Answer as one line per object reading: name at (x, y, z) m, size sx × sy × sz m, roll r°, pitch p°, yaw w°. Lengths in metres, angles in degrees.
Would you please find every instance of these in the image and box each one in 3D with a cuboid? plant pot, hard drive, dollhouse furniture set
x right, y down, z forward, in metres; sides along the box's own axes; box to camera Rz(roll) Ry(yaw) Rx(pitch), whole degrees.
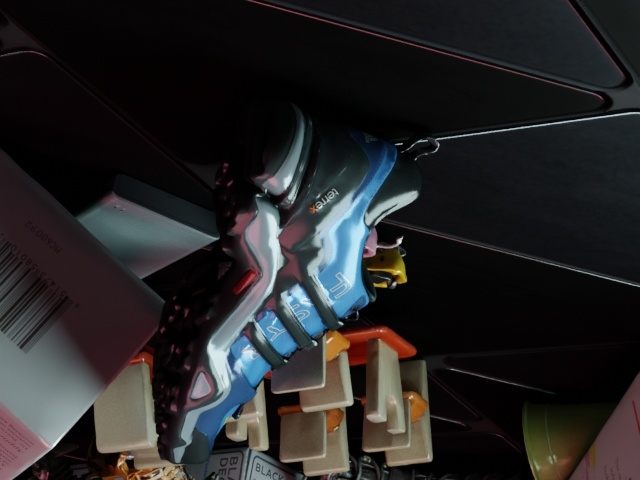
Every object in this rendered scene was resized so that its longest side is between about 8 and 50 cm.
plant pot at (0.226, 0.173, 1.645) m, size 0.079 × 0.083 × 0.083 m, roll -13°, pitch 149°, yaw 18°
hard drive at (-0.150, -0.007, 1.442) m, size 0.094 × 0.022 × 0.135 m, roll 23°, pitch 152°, yaw -28°
dollhouse furniture set at (-0.055, 0.100, 1.535) m, size 0.259 × 0.135 × 0.262 m, roll -9°, pitch 159°, yaw 19°

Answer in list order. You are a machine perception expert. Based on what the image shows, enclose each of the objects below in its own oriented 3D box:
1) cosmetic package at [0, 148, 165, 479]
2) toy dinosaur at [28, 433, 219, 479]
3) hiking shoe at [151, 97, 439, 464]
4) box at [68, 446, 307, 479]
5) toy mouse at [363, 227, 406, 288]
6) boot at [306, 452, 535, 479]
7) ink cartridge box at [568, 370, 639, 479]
cosmetic package at (-0.290, 0.093, 1.476) m, size 0.197 × 0.155 × 0.365 m, roll 44°, pitch 149°, yaw -7°
toy dinosaur at (-0.202, 0.282, 1.858) m, size 0.218 × 0.321 × 0.164 m, roll 7°, pitch -166°, yaw 10°
hiking shoe at (-0.029, 0.048, 1.294) m, size 0.132 × 0.113 × 0.304 m, roll 12°, pitch 126°, yaw -17°
box at (-0.139, 0.298, 2.020) m, size 0.290 × 0.087 × 0.169 m, roll -10°, pitch 149°, yaw 36°
toy mouse at (0.000, 0.000, 1.382) m, size 0.143 × 0.031 × 0.161 m, roll 16°, pitch 164°, yaw -16°
boot at (0.108, 0.248, 1.821) m, size 0.229 × 0.091 × 0.263 m, roll 16°, pitch 157°, yaw -15°
ink cartridge box at (0.298, 0.233, 1.511) m, size 0.119 × 0.207 × 0.353 m, roll 3°, pitch 142°, yaw -15°
